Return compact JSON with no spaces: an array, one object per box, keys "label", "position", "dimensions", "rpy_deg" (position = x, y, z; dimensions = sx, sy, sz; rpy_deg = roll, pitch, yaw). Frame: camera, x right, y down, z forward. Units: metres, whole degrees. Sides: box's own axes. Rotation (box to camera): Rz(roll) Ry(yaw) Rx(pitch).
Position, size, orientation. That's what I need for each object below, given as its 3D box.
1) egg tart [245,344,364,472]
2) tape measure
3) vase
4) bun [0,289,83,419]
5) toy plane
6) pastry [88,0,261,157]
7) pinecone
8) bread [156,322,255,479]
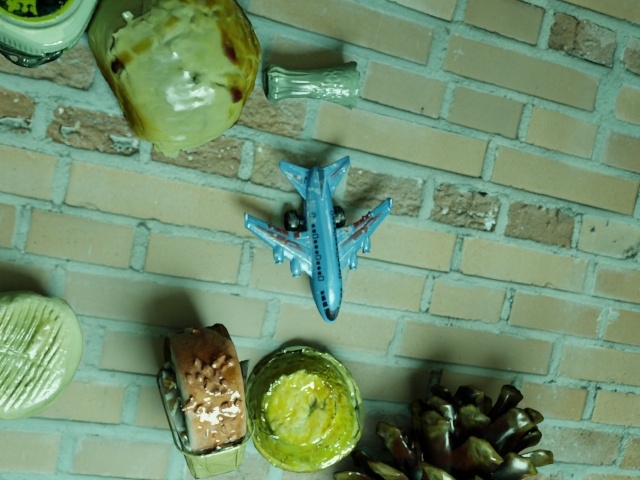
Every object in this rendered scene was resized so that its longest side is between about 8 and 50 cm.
[{"label":"egg tart","position":[-0.029,0.279,1.309],"dimensions":[0.213,0.090,0.212],"rpy_deg":[0,77,-1]},{"label":"tape measure","position":[-0.432,-0.364,1.100],"dimensions":[0.235,0.115,0.207],"rpy_deg":[26,83,-18]},{"label":"vase","position":[-0.017,-0.253,1.281],"dimensions":[0.149,0.081,0.081],"rpy_deg":[-2,98,-17]},{"label":"bun","position":[-0.448,0.161,1.161],"dimensions":[0.178,0.128,0.193],"rpy_deg":[35,74,-21]},{"label":"toy plane","position":[0.000,0.000,1.306],"dimensions":[0.254,0.105,0.271],"rpy_deg":[-6,101,-18]},{"label":"pastry","position":[-0.192,-0.263,1.163],"dimensions":[0.237,0.170,0.256],"rpy_deg":[-29,114,-12]},{"label":"pinecone","position":[0.229,0.398,1.339],"dimensions":[0.385,0.384,0.384],"rpy_deg":[-3,99,-19]},{"label":"bread","position":[-0.172,0.233,1.214],"dimensions":[0.142,0.224,0.211],"rpy_deg":[-7,122,-19]}]
